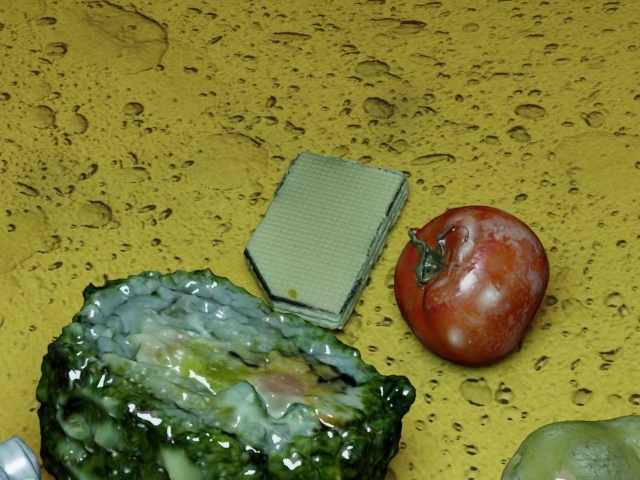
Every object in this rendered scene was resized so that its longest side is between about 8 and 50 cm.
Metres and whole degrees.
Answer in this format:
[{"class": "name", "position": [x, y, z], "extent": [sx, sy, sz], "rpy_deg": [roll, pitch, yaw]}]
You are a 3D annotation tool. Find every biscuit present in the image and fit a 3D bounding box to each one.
[{"class": "biscuit", "position": [0.000, 0.000, 1.984], "extent": [0.150, 0.052, 0.252], "rpy_deg": [11, 45, 16]}]

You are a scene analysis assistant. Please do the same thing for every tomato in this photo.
[{"class": "tomato", "position": [0.166, 0.052, 1.870], "extent": [0.187, 0.151, 0.187], "rpy_deg": [-28, 45, 33]}]

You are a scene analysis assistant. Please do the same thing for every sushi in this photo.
[{"class": "sushi", "position": [-0.111, 0.180, 1.667], "extent": [0.352, 0.178, 0.294], "rpy_deg": [26, 28, 19]}]

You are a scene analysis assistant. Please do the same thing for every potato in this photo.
[{"class": "potato", "position": [0.277, 0.242, 1.678], "extent": [0.194, 0.157, 0.157], "rpy_deg": [-29, 52, -26]}]

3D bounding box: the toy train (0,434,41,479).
[{"class": "toy train", "position": [-0.381, 0.324, 1.605], "extent": [0.307, 0.173, 0.249], "rpy_deg": [-27, 60, -23]}]
